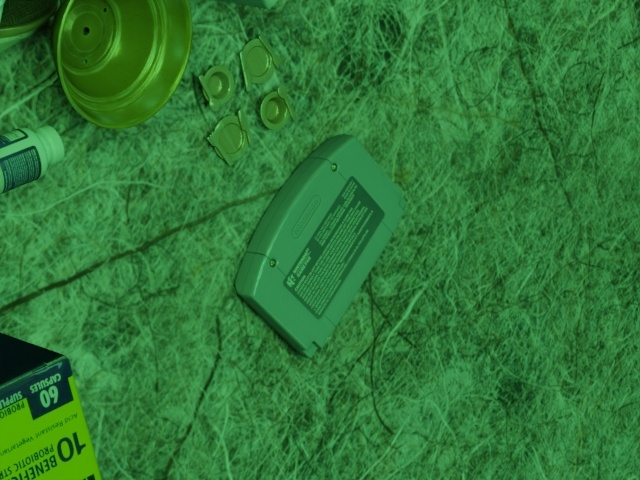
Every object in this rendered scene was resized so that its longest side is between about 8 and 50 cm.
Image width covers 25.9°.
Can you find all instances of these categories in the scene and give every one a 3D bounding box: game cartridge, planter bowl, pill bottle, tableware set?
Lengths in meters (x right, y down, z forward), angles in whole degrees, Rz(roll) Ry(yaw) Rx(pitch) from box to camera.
[{"bbox_3d":[0.000,0.000,2.058,0.198,0.062,0.297,46,67,-32],"label":"game cartridge"},{"bbox_3d":[-0.269,-0.254,1.736,0.217,0.090,0.217,-25,124,-43],"label":"planter bowl"},{"bbox_3d":[-0.375,-0.098,1.692,0.120,0.067,0.067,-27,114,-36],"label":"pill bottle"},{"bbox_3d":[-0.104,-0.198,1.953,0.169,0.020,0.141,-38,120,-31],"label":"tableware set"}]

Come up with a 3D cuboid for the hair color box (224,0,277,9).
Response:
[{"bbox_3d":[-0.108,-0.508,1.794,0.185,0.113,0.374,-47,134,-27],"label":"hair color box"}]

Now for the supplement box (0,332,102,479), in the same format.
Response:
[{"bbox_3d":[-0.386,0.315,1.663,0.194,0.195,0.356,-27,114,-36],"label":"supplement box"}]

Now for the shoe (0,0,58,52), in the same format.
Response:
[{"bbox_3d":[-0.408,-0.255,1.651,0.219,0.058,0.076,-32,86,-39],"label":"shoe"}]

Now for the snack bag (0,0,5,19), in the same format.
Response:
[{"bbox_3d":[-0.459,-0.335,1.494,0.323,0.037,0.342,38,41,-40],"label":"snack bag"}]
